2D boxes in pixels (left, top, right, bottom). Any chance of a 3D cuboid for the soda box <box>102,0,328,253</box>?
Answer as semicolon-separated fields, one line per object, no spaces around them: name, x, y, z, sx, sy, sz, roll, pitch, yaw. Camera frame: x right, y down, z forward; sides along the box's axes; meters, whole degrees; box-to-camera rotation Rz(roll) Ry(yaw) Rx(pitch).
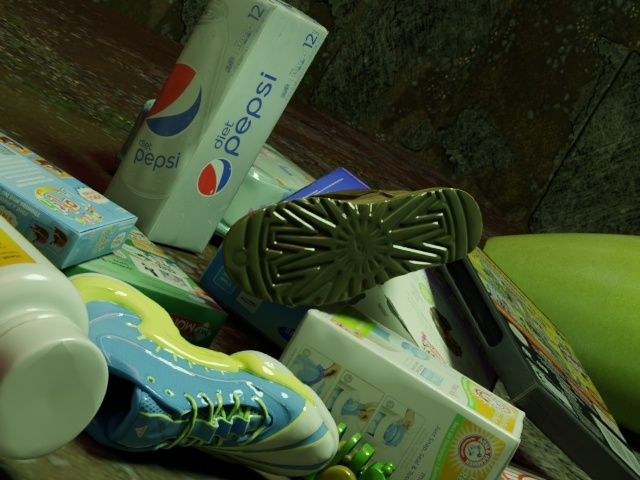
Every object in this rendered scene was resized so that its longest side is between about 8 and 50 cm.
soda box;-0.116;-0.133;1.719;0.091;0.286;0.098;37;13;35

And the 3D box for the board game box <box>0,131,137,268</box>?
board game box;-0.266;-0.053;1.305;0.211;0.039;0.160;31;9;6

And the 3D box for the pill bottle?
pill bottle;-0.222;0.040;0.978;0.215;0.117;0.117;37;11;38

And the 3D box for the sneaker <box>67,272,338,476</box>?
sneaker;-0.097;0.123;1.113;0.240;0.091;0.126;29;28;-12

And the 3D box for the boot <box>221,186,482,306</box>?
boot;0.000;0.000;1.444;0.236;0.089;0.269;-5;4;-16

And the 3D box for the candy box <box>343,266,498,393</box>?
candy box;0.094;0.094;1.526;0.165;0.070;0.196;57;22;-5

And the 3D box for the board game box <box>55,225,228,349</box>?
board game box;-0.253;-0.007;1.364;0.317;0.046;0.213;22;12;-43

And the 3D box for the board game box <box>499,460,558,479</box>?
board game box;0.228;0.264;1.432;0.193;0.045;0.147;25;10;-32

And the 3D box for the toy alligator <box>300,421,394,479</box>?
toy alligator;0.030;0.180;1.238;0.189;0.051;0.056;32;10;10

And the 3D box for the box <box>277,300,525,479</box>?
box;0.061;0.147;1.350;0.203;0.103;0.114;32;10;7

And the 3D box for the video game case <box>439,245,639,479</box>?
video game case;0.214;0.122;1.559;0.275;0.035;0.248;42;16;-42

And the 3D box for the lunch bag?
lunch bag;-0.110;-0.070;1.969;0.224;0.108;0.279;37;11;20

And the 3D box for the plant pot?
plant pot;0.351;0.099;2.165;0.293;0.275;0.275;16;7;10

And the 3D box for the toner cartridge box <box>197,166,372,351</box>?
toner cartridge box;0.014;0.025;1.706;0.165;0.075;0.348;36;21;9
